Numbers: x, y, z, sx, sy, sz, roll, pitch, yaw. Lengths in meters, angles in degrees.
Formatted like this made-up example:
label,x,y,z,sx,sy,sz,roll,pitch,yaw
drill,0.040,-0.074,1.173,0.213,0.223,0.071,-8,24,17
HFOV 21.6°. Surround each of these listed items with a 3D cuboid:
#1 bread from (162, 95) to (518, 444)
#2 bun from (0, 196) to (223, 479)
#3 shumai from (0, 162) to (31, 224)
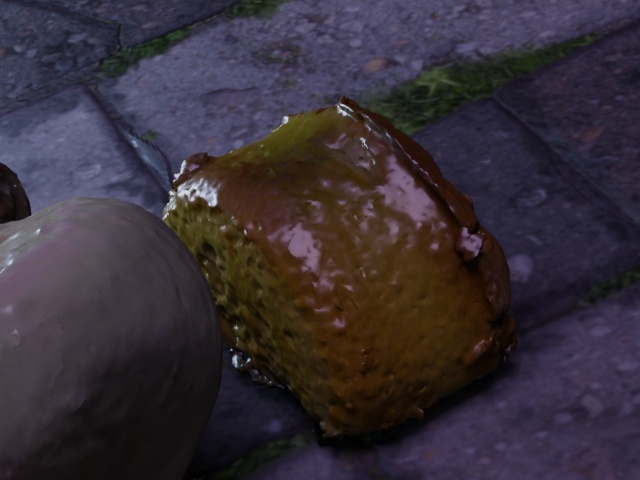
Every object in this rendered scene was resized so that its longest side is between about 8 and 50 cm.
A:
label,x,y,z,sx,sy,sz,roll,pitch,yaw
bread,0.000,-0.003,1.066,0.160,0.147,0.260,-27,40,-20
bun,-0.213,0.128,0.918,0.361,0.213,0.361,-26,13,6
shumai,-0.319,0.022,1.155,0.218,0.184,0.185,-57,13,-18
